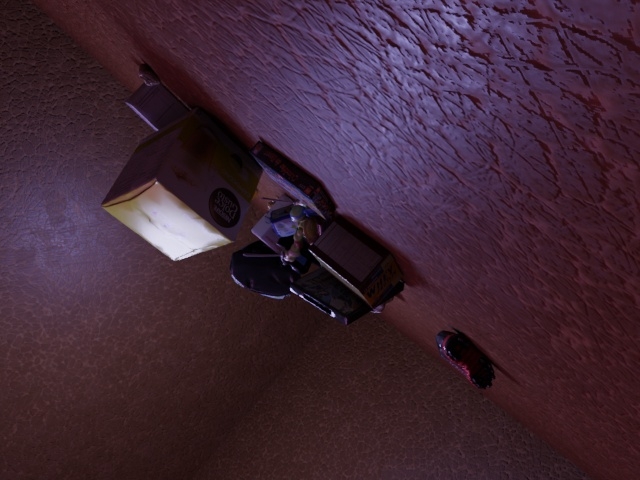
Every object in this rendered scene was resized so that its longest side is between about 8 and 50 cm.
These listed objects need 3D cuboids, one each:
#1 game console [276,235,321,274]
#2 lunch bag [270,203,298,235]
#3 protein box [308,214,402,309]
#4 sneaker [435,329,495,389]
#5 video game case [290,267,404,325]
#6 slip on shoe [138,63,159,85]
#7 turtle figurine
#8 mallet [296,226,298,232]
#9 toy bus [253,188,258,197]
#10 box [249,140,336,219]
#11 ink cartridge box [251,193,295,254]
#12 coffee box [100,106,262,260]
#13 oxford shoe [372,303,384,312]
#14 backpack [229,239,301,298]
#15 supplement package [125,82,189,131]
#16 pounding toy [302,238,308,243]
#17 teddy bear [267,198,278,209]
[{"bbox_3d":[-0.061,0.056,1.858,0.213,0.044,0.361,28,-169,0],"label":"game console"},{"bbox_3d":[-0.101,-0.073,1.817,0.151,0.129,0.096,49,-157,-85],"label":"lunch bag"},{"bbox_3d":[0.105,0.065,1.536,0.201,0.136,0.200,39,174,28],"label":"protein box"},{"bbox_3d":[0.486,0.397,1.799,0.276,0.097,0.135,45,174,-22],"label":"sneaker"},{"bbox_3d":[0.087,0.147,1.691,0.248,0.275,0.035,28,128,37],"label":"video game case"},{"bbox_3d":[-0.592,-0.568,1.825,0.135,0.051,0.041,-2,-98,-86],"label":"slip on shoe"},{"bbox_3d":[-0.059,-0.029,1.668,0.266,0.275,0.197,40,-149,-43],"label":"turtle figurine"},{"bbox_3d":[-0.001,-0.025,1.826,0.062,0.039,0.190,14,-173,41],"label":"mallet"},{"bbox_3d":[-0.441,-0.303,2.590,0.130,0.108,0.332,38,174,35],"label":"toy bus"},{"bbox_3d":[-0.073,-0.161,1.430,0.233,0.044,0.159,38,175,26],"label":"box"},{"bbox_3d":[-0.150,-0.060,2.044,0.082,0.190,0.139,35,173,45],"label":"ink cartridge box"},{"bbox_3d":[-0.465,-0.178,1.821,0.338,0.334,0.337,-15,135,38],"label":"coffee box"},{"bbox_3d":[0.188,0.186,2.044,0.169,0.130,0.449,40,174,24],"label":"oxford shoe"},{"bbox_3d":[-0.214,0.114,2.221,0.290,0.273,0.355,17,-157,-2],"label":"backpack"},{"bbox_3d":[-0.591,-0.480,2.008,0.244,0.139,0.134,45,173,-31],"label":"supplement package"},{"bbox_3d":[0.007,0.014,2.074,0.181,0.094,0.206,42,175,-14],"label":"pounding toy"},{"bbox_3d":[-0.153,-0.062,2.326,0.338,0.113,0.245,45,172,46],"label":"teddy bear"}]
